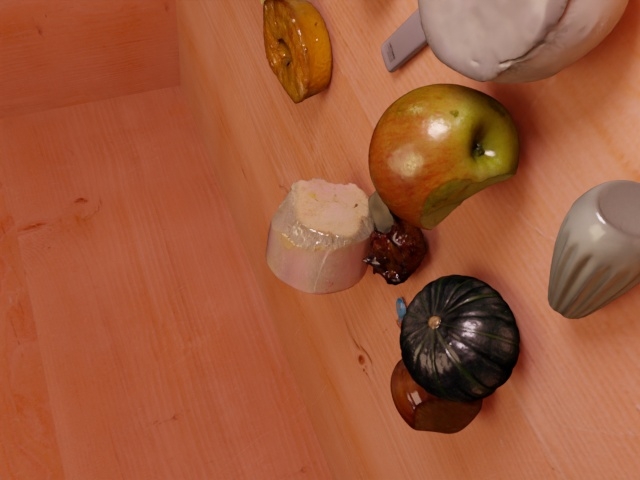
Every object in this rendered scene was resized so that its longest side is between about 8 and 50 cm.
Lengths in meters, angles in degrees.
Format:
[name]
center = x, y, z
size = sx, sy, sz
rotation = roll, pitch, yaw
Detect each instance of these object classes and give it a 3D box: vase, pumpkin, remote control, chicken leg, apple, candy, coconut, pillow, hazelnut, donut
[vase]
center = 0.385, 0.029, 0.804
size = 0.248, 0.128, 0.128
rotation = 86, 159, -55
[pumpkin]
center = 0.278, 0.193, 1.141
size = 0.249, 0.216, 0.250
rotation = -11, 75, 46
[remote control]
center = 0.190, -0.408, 1.133
size = 0.261, 0.029, 0.067
rotation = -19, 87, 69
[chicken leg]
center = 0.179, -0.013, 1.339
size = 0.158, 0.096, 0.407
rotation = 36, 157, 25
[apple]
center = 0.210, -0.139, 0.966
size = 0.226, 0.246, 0.247
rotation = -1, 106, 55
[candy]
center = 0.258, -0.343, 0.748
size = 0.295, 0.185, 0.296
rotation = 32, 135, 40
[coconut]
center = 0.000, 0.000, 1.603
size = 0.298, 0.297, 0.310
rotation = 61, 153, 33
[pillow]
center = 0.172, -0.089, 1.408
size = 0.119, 0.053, 0.208
rotation = 66, 157, 14
[hazelnut]
center = 0.272, 0.338, 1.319
size = 0.186, 0.210, 0.210
rotation = 45, 165, -12
[donut]
center = -0.062, -0.541, 1.615
size = 0.303, 0.110, 0.303
rotation = 55, 156, 40

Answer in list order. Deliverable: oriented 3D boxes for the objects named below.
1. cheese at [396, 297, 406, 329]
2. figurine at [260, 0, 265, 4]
[cheese]
center = 0.219, 0.200, 1.573
size = 0.047, 0.017, 0.111
rotation = -123, 24, -48
[figurine]
center = -0.176, -0.773, 1.660
size = 0.128, 0.208, 0.184
rotation = -19, 106, 29
